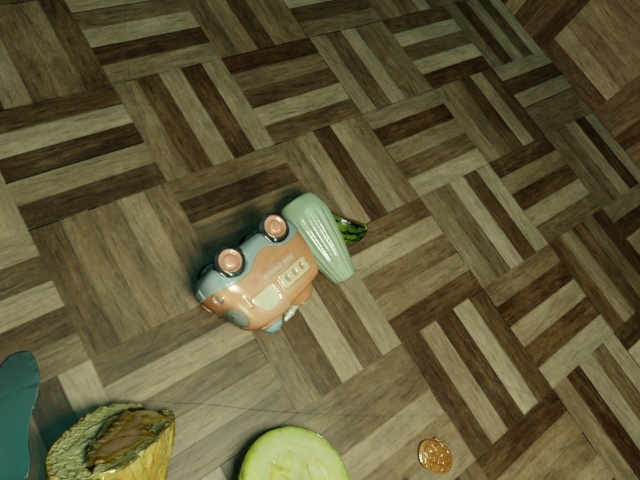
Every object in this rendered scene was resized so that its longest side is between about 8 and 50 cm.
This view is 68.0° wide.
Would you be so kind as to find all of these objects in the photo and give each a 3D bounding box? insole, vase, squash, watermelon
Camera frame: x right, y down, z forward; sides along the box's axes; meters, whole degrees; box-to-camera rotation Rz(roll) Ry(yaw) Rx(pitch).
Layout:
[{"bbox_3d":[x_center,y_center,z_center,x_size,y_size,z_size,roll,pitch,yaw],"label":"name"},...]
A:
[{"bbox_3d":[-0.603,0.345,0.931,0.086,0.005,0.253,-2,66,-19],"label":"insole"},{"bbox_3d":[0.000,0.000,1.235,0.128,0.128,0.248,-33,91,-29],"label":"vase"},{"bbox_3d":[-0.046,0.504,0.969,0.252,0.048,0.252,18,34,-12],"label":"squash"},{"bbox_3d":[0.063,-0.044,1.305,0.163,0.069,0.086,17,63,-13],"label":"watermelon"}]

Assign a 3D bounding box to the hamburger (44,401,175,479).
[{"bbox_3d":[-0.369,0.430,0.825,0.162,0.330,0.208,7,87,-4],"label":"hamburger"}]

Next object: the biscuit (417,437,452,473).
[{"bbox_3d":[0.280,0.519,1.150,0.091,0.015,0.078,21,62,-9],"label":"biscuit"}]

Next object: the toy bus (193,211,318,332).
[{"bbox_3d":[-0.140,0.090,1.117,0.288,0.194,0.232,-42,97,-30],"label":"toy bus"}]
